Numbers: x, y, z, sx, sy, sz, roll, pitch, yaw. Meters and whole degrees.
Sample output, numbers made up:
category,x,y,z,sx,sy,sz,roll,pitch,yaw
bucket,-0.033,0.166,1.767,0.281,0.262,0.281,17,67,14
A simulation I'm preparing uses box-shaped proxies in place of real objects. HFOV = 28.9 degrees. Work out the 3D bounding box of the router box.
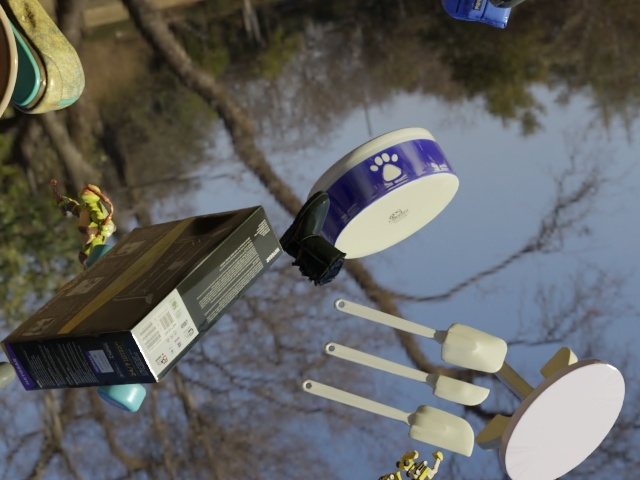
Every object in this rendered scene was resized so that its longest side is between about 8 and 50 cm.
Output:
category,x,y,z,sx,sy,sz,roll,pitch,yaw
router box,-0.229,0.074,1.626,0.242,0.081,0.309,-8,-154,37

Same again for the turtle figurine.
category,x,y,z,sx,sy,sz,roll,pitch,yaw
turtle figurine,-0.442,-0.018,2.368,0.087,0.217,0.269,-8,-163,-36

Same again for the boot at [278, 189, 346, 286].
category,x,y,z,sx,sy,sz,roll,pitch,yaw
boot,0.000,0.000,1.854,0.099,0.121,0.045,43,-165,25

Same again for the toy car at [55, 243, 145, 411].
category,x,y,z,sx,sy,sz,roll,pitch,yaw
toy car,-0.311,0.114,1.882,0.210,0.219,0.238,25,161,-1

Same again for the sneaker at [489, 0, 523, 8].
category,x,y,z,sx,sy,sz,roll,pitch,yaw
sneaker,0.381,-0.437,1.914,0.267,0.101,0.106,-35,141,21

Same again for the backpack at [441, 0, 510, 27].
category,x,y,z,sx,sy,sz,roll,pitch,yaw
backpack,0.269,-0.421,2.114,0.120,0.098,0.101,12,-160,-4

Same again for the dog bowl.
category,x,y,z,sx,sy,sz,roll,pitch,yaw
dog bowl,0.113,-0.083,2.230,0.264,0.104,0.265,-27,160,-11

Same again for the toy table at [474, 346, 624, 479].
category,x,y,z,sx,sy,sz,roll,pitch,yaw
toy table,0.419,0.316,2.314,0.274,0.252,0.161,-34,-157,-9

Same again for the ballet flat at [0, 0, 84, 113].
category,x,y,z,sx,sy,sz,roll,pitch,yaw
ballet flat,-0.425,-0.315,1.662,0.123,0.349,0.123,-31,165,-9

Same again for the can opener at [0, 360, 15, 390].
category,x,y,z,sx,sy,sz,roll,pitch,yaw
can opener,-0.473,0.188,1.470,0.095,0.076,0.283,-42,174,39

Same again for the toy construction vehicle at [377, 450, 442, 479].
category,x,y,z,sx,sy,sz,roll,pitch,yaw
toy construction vehicle,0.144,0.377,2.000,0.085,0.035,0.098,-22,-168,42

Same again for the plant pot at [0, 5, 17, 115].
category,x,y,z,sx,sy,sz,roll,pitch,yaw
plant pot,-0.482,-0.220,1.465,0.237,0.237,0.110,-15,-164,-14

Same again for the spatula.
category,x,y,z,sx,sy,sz,roll,pitch,yaw
spatula,0.109,0.169,1.635,0.242,0.168,0.019,17,164,15
